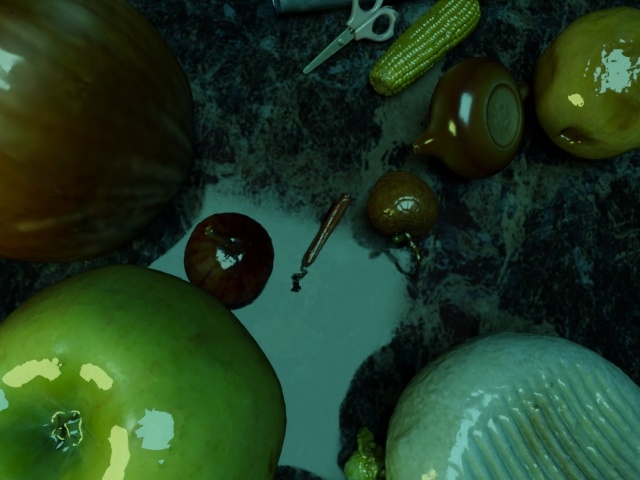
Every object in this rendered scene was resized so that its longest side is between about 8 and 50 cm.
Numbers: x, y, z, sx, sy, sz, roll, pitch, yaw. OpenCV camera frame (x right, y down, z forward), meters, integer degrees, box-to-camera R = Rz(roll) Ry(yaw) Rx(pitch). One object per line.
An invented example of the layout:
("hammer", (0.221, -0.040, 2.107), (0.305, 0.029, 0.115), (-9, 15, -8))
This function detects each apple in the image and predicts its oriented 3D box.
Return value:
("apple", (-0.209, 0.195, 0.507), (0.338, 0.305, 0.338), (2, 80, -9))

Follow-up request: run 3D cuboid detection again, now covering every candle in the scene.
("candle", (-0.001, -0.001, 0.729), (0.026, 0.021, 0.167), (37, 73, -21))

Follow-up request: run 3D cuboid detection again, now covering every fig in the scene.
("fig", (-0.120, 0.011, 0.656), (0.128, 0.150, 0.128), (10, 38, -8))

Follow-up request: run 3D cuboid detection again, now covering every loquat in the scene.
("loquat", (0.448, -0.242, 0.765), (0.238, 0.193, 0.238), (4, 73, -12))

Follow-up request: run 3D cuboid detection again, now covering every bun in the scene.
("bun", (0.240, 0.282, 0.608), (0.362, 0.211, 0.362), (2, 80, -11))

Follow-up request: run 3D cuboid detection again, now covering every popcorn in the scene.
("popcorn", (0.064, 0.295, 0.657), (0.068, 0.059, 0.083), (-6, 71, -10))

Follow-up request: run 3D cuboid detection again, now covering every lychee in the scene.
("lychee", (0.126, -0.037, 0.716), (0.101, 0.114, 0.140), (-38, 65, 15))

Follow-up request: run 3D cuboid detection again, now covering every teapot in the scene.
("teapot", (0.238, -0.196, 0.765), (0.252, 0.135, 0.178), (-37, 121, -32))

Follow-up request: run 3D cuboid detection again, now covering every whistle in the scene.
("whistle", (0.070, -0.422, 0.811), (0.304, 0.062, 0.062), (-14, 81, -12))

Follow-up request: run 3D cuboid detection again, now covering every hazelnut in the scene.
("hazelnut", (-0.326, -0.144, 0.575), (0.372, 0.315, 0.372), (-8, 106, -30))

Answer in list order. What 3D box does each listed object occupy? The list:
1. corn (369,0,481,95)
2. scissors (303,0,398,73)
("corn", (0.173, -0.319, 0.798), (0.080, 0.080, 0.231), (43, 77, 2))
("scissors", (0.043, -0.332, 0.796), (0.189, 0.015, 0.100), (-41, 125, -2))
